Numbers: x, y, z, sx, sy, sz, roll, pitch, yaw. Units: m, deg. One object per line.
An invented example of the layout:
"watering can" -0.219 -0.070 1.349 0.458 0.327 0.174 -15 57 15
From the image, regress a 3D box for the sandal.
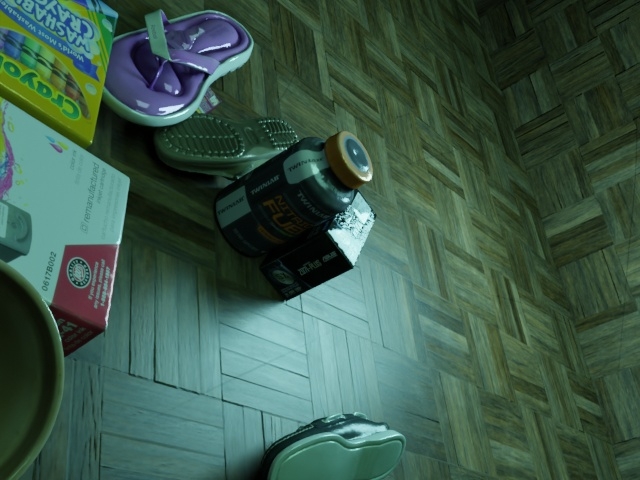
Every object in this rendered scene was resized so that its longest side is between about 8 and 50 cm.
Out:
"sandal" -0.223 -0.310 1.230 0.169 0.102 0.416 32 35 -3

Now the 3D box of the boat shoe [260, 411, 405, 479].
"boat shoe" 0.006 0.312 1.136 0.302 0.091 0.114 18 96 -52

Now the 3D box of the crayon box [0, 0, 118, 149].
"crayon box" -0.381 -0.233 0.991 0.203 0.083 0.323 34 40 -39

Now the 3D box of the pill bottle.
"pill bottle" -0.038 -0.079 1.225 0.130 0.246 0.130 37 38 -36

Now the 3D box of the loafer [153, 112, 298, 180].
"loafer" -0.154 -0.143 1.260 0.268 0.092 0.102 -6 59 -41

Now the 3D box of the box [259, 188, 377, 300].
"box" 0.000 0.000 1.318 0.077 0.147 0.180 52 32 -16

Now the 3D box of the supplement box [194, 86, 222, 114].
"supplement box" -0.209 -0.228 1.288 0.055 0.043 0.083 52 32 -13

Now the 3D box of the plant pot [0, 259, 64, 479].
"plant pot" -0.357 0.120 0.675 0.237 0.110 0.237 4 84 -45

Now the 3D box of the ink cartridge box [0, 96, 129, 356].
"ink cartridge box" -0.365 -0.033 0.805 0.306 0.131 0.226 36 39 -39
